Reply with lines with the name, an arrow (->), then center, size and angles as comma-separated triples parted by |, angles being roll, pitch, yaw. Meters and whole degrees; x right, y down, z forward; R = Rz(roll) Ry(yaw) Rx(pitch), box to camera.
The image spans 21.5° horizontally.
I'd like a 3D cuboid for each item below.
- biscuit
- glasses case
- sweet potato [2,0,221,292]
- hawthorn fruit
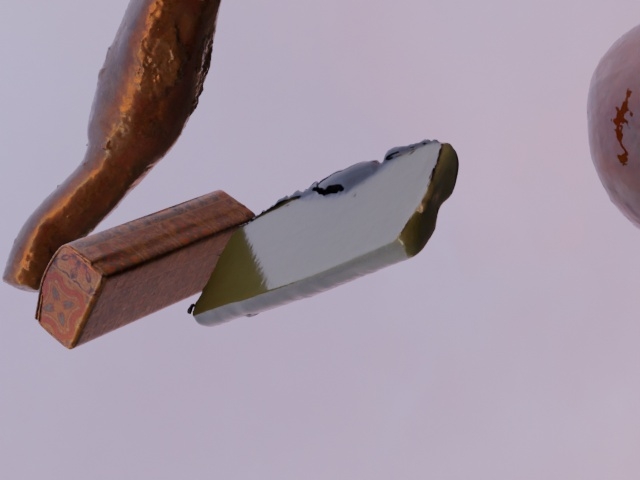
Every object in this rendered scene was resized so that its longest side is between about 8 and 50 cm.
biscuit -> 0.000, 0.000, 1.214 | 0.038, 0.322, 0.099 | 33, -116, -21
glasses case -> -0.138, 0.018, 1.354 | 0.218, 0.049, 0.075 | -24, -33, -58
sweet potato -> -0.190, -0.115, 1.658 | 0.109, 0.109, 0.385 | 24, -87, -55
hawthorn fruit -> 0.378, -0.108, 1.588 | 0.267, 0.300, 0.268 | 7, -99, -49
